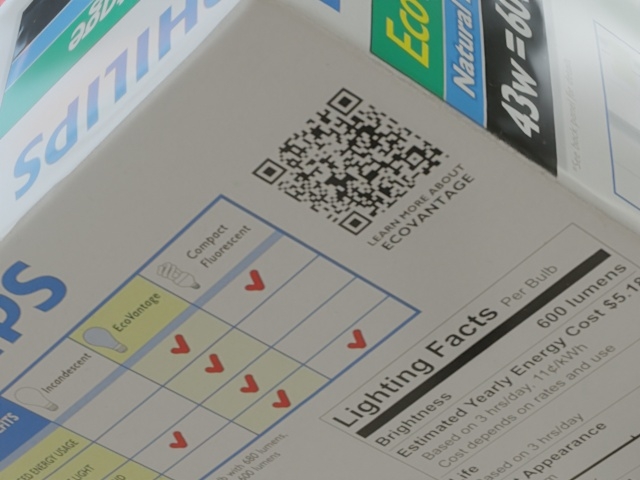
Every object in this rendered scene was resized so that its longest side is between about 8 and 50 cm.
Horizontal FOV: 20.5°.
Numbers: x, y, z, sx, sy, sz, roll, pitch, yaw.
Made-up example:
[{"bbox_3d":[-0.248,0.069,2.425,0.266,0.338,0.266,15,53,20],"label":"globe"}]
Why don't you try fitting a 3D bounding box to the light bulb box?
[{"bbox_3d":[0.000,0.000,0.899,0.361,0.225,0.358,31,-53,-28],"label":"light bulb box"}]
